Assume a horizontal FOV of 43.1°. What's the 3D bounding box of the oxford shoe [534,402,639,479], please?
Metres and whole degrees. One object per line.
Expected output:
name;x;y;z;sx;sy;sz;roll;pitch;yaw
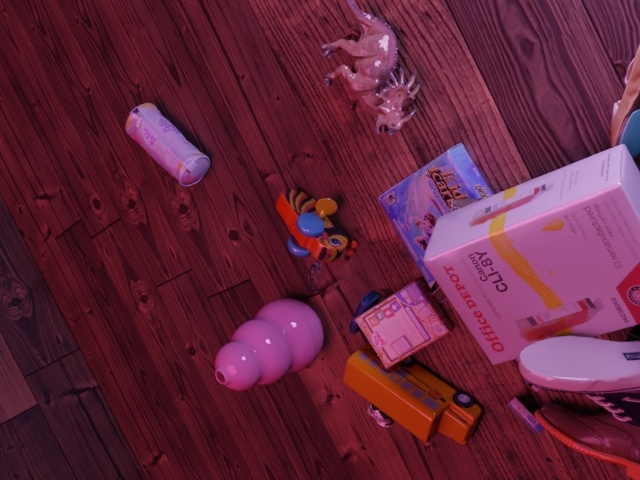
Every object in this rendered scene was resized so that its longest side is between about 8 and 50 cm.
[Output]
oxford shoe;0.611;0.397;1.665;0.364;0.130;0.132;20;88;46

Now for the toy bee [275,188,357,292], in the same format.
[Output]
toy bee;0.000;0.000;2.026;0.195;0.162;0.298;-40;57;55

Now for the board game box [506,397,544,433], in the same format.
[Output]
board game box;0.460;0.394;1.819;0.090;0.020;0.090;45;175;16

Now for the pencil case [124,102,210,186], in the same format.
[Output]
pencil case;-0.436;-0.274;2.308;0.273;0.113;0.124;44;157;17

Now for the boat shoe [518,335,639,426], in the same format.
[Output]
boat shoe;0.517;0.264;1.439;0.341;0.127;0.158;0;122;1

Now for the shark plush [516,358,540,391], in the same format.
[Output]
shark plush;0.439;0.262;1.786;0.161;0.073;0.067;47;166;10

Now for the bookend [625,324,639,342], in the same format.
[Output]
bookend;0.652;0.192;1.525;0.156;0.072;0.157;29;128;31

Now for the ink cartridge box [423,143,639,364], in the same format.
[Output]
ink cartridge box;0.427;0.039;1.485;0.385;0.160;0.279;-23;111;33

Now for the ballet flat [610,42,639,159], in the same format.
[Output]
ballet flat;0.553;-0.247;1.408;0.073;0.080;0.232;-121;36;-48

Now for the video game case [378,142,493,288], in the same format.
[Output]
video game case;0.281;-0.038;1.775;0.244;0.061;0.269;-34;86;47

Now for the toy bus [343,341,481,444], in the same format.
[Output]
toy bus;0.225;0.382;1.996;0.333;0.130;0.108;33;130;28

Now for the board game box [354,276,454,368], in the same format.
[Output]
board game box;0.199;0.199;1.944;0.193;0.045;0.146;-35;84;27

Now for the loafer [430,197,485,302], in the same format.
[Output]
loafer;0.272;0.015;1.683;0.087;0.094;0.251;18;116;1

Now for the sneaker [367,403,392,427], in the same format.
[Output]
sneaker;0.160;0.468;2.177;0.083;0.032;0.037;33;131;27

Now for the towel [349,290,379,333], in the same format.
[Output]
towel;0.107;0.183;2.053;0.029;0.067;0.119;39;134;21

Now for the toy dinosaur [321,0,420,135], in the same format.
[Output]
toy dinosaur;0.121;-0.372;1.719;0.200;0.127;0.295;4;101;35

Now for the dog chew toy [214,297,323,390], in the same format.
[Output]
dog chew toy;-0.146;0.288;2.157;0.207;0.332;0.206;23;125;36
